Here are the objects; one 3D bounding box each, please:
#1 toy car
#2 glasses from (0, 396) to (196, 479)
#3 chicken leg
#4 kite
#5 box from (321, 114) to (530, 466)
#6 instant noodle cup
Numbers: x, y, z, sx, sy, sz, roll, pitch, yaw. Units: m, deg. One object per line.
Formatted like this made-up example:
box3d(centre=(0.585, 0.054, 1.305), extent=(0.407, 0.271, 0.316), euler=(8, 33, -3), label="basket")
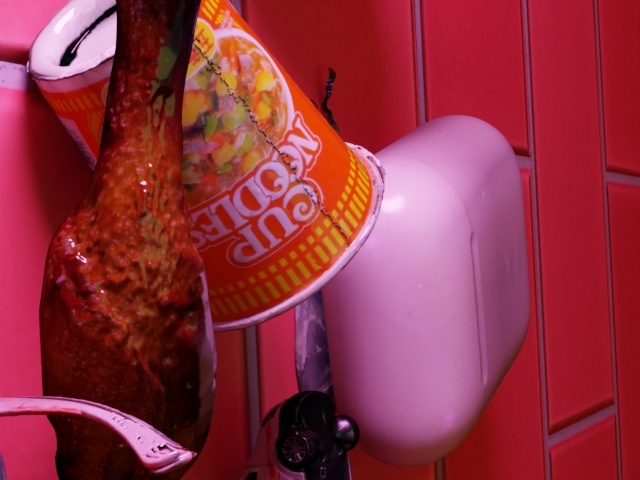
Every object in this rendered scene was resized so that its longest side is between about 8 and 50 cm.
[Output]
box3d(centre=(-0.025, 0.227, 0.974), extent=(0.089, 0.108, 0.209), euler=(-4, 87, -60), label="toy car")
box3d(centre=(-0.107, 0.183, 0.647), extent=(0.118, 0.268, 0.234), euler=(-30, 105, -51), label="glasses")
box3d(centre=(-0.103, 0.023, 0.713), extent=(0.158, 0.096, 0.407), euler=(-74, 171, -59), label="chicken leg")
box3d(centre=(0.002, 0.000, 1.140), extent=(0.169, 0.015, 0.310), euler=(-32, 116, -58), label="kite")
box3d(centre=(0.110, 0.038, 1.189), extent=(0.349, 0.141, 0.288), euler=(-38, 125, -62), label="box")
box3d(centre=(-0.085, -0.077, 0.832), extent=(0.212, 0.193, 0.193), euler=(55, 41, -34), label="instant noodle cup")
